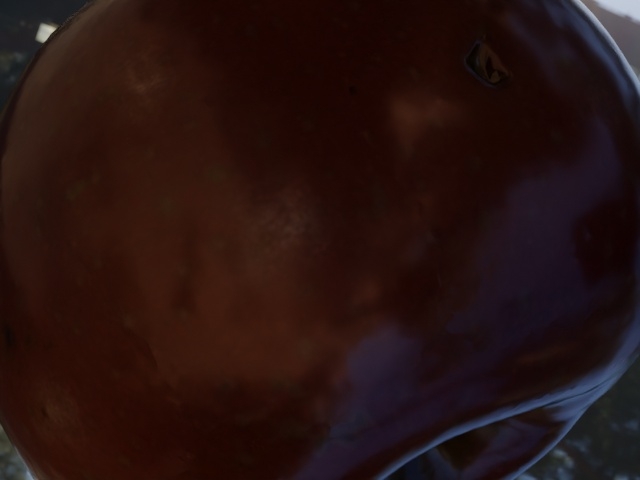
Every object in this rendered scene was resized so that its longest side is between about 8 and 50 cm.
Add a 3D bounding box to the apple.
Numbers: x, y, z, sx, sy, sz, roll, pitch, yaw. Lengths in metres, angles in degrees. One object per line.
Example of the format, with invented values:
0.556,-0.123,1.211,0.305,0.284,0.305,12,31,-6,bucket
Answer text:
0.000,0.000,0.468,0.217,0.260,0.260,60,-43,21,apple
